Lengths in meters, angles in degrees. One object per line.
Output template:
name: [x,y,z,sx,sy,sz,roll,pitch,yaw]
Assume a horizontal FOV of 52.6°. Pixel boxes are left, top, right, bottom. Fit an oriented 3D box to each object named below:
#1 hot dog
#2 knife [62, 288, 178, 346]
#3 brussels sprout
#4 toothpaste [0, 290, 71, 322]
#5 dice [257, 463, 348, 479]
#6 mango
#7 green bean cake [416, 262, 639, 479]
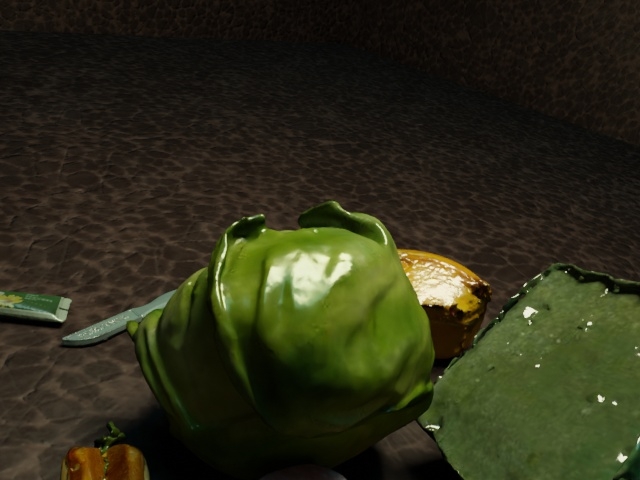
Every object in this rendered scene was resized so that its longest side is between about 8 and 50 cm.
hot dog: [-0.169,0.226,0.511,0.072,0.055,0.188,5,26,-23]
knife: [-0.227,0.091,0.813,0.028,0.015,0.210,31,31,22]
brussels sprout: [-0.028,0.096,0.596,0.294,0.259,0.227,28,43,-50]
toothpaste: [-0.402,0.071,0.757,0.204,0.031,0.049,7,27,-14]
dice: [-0.016,0.240,0.508,0.093,0.091,0.094,-3,28,-29]
mango: [0.096,0.073,0.872,0.252,0.126,0.154,15,36,21]
green bean cake: [0.243,0.158,0.603,0.255,0.132,0.241,-45,29,-13]
